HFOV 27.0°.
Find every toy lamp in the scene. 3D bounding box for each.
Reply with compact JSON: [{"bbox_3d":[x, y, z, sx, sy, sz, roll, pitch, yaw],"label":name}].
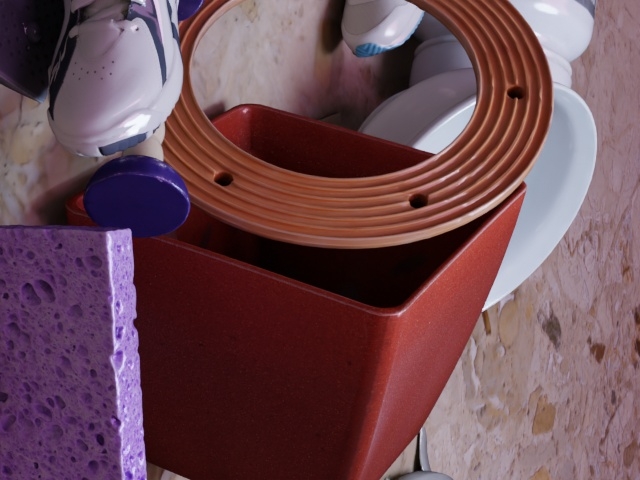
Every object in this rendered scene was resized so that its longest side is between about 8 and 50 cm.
[{"bbox_3d":[-0.123,-0.130,0.953,0.080,0.080,0.274,55,28,-48],"label":"toy lamp"}]

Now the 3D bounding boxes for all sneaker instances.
[{"bbox_3d":[0.058,-0.282,1.332,0.092,0.087,0.228,47,46,-44],"label":"sneaker"},{"bbox_3d":[-0.137,-0.181,0.847,0.153,0.094,0.235,69,33,-51],"label":"sneaker"}]

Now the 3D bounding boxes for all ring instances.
[{"bbox_3d":[0.010,-0.121,1.023,0.032,0.337,0.336,97,17,-50],"label":"ring"}]

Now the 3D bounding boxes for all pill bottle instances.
[{"bbox_3d":[0.205,-0.308,1.460,0.204,0.204,0.361,29,67,-58],"label":"pill bottle"}]

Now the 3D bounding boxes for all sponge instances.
[{"bbox_3d":[-0.176,0.094,0.898,0.031,0.117,0.210,-16,106,-61],"label":"sponge"}]

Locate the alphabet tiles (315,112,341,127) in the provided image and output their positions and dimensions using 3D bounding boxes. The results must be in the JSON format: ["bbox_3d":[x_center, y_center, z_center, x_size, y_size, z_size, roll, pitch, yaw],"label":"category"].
[{"bbox_3d":[0.000,0.000,1.320,0.198,0.009,0.237,-29,118,-57],"label":"alphabet tiles"}]

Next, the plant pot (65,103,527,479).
[{"bbox_3d":[-0.020,0.067,1.056,0.267,0.267,0.235,-38,140,-54],"label":"plant pot"}]

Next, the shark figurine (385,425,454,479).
[{"bbox_3d":[0.126,0.300,1.474,0.278,0.116,0.166,-3,94,-63],"label":"shark figurine"}]

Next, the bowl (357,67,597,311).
[{"bbox_3d":[0.118,-0.061,1.324,0.298,0.134,0.298,-24,139,-23],"label":"bowl"}]

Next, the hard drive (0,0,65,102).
[{"bbox_3d":[-0.235,-0.214,0.824,0.254,0.054,0.172,46,53,-55],"label":"hard drive"}]
